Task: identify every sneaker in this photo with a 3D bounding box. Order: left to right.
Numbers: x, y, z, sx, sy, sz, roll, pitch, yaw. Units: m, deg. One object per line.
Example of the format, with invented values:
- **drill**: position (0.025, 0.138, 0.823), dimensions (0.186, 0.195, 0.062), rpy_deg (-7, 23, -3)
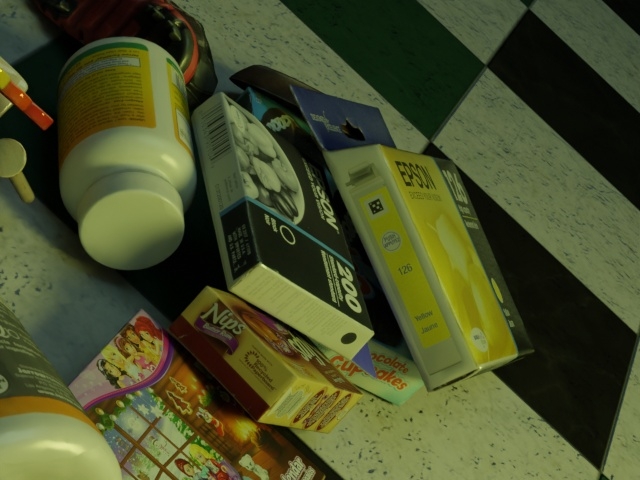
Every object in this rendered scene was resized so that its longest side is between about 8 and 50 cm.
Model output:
- **sneaker**: position (-0.194, -0.218, 1.656), dimensions (0.276, 0.097, 0.135), rpy_deg (46, 5, 31)

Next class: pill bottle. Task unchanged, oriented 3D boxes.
- **pill bottle**: position (-0.248, 0.094, 1.019), dimensions (0.162, 0.162, 0.278), rpy_deg (13, 25, -46)
- **pill bottle**: position (-0.168, -0.074, 1.457), dimensions (0.118, 0.117, 0.208), rpy_deg (27, 31, -30)

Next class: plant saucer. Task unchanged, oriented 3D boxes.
- **plant saucer**: position (-0.015, -0.143, 1.771), dimensions (0.168, 0.029, 0.168), rpy_deg (28, -1, 1)

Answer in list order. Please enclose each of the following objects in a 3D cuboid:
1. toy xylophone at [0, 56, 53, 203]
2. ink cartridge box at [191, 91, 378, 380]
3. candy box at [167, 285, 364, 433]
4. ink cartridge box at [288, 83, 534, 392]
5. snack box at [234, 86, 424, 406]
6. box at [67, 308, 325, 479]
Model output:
- **toy xylophone**: position (-0.290, -0.138, 1.294), dimensions (0.236, 0.081, 0.323), rpy_deg (42, -6, -4)
- **ink cartridge box**: position (-0.018, -0.003, 1.470), dimensions (0.208, 0.045, 0.206), rpy_deg (35, 29, -43)
- **candy box**: position (-0.040, 0.101, 1.380), dimensions (0.109, 0.053, 0.187), rpy_deg (44, 7, 20)
- **ink cartridge box**: position (0.100, -0.013, 1.635), dimensions (0.307, 0.072, 0.303), rpy_deg (69, 16, 6)
- **snack box**: position (0.000, 0.000, 1.646), dimensions (0.187, 0.060, 0.322), rpy_deg (28, 31, -28)
- **box**: position (-0.124, 0.188, 1.210), dimensions (0.201, 0.057, 0.293), rpy_deg (42, 27, -3)
